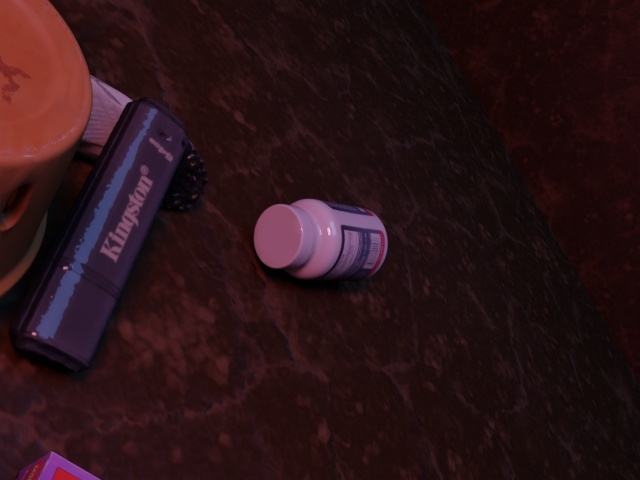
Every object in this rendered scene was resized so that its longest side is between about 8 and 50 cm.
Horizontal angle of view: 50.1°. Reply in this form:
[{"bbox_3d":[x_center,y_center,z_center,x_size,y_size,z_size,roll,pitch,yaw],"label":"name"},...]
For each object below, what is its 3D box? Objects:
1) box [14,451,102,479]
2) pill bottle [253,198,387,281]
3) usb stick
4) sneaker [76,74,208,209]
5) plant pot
[{"bbox_3d":[-0.127,0.315,0.491,0.293,0.057,0.201,42,33,-23],"label":"box"},{"bbox_3d":[0.000,0.000,0.915,0.180,0.108,0.108,7,56,-52],"label":"pill bottle"},{"bbox_3d":[-0.196,-0.014,0.635,0.077,0.045,0.278,37,54,-32],"label":"usb stick"},{"bbox_3d":[-0.217,-0.113,0.748,0.237,0.085,0.086,37,3,-43],"label":"sneaker"},{"bbox_3d":[-0.301,-0.087,0.477,0.291,0.203,0.291,35,36,-31],"label":"plant pot"}]
